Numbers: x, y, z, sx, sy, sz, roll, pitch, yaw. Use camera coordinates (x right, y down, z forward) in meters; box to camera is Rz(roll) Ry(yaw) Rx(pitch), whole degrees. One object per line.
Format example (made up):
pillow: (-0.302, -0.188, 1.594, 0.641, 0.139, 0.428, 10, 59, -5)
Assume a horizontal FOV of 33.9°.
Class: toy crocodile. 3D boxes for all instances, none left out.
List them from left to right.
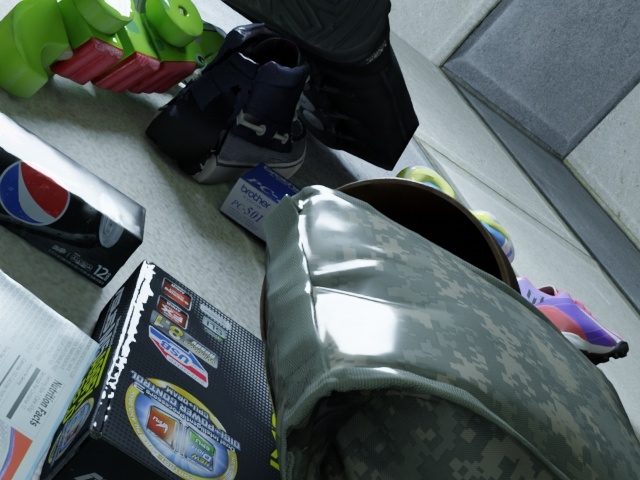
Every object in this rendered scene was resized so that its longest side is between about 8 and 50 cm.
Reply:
toy crocodile: (-0.203, -0.195, 1.062, 0.340, 0.115, 0.105, -8, 72, -65)

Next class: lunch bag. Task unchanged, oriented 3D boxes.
lunch bag: (0.067, 0.113, 0.631, 0.287, 0.169, 0.235, 41, 17, -21)

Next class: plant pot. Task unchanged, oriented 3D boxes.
plant pot: (0.093, 0.068, 0.934, 0.215, 0.215, 0.230, 49, 14, 21)

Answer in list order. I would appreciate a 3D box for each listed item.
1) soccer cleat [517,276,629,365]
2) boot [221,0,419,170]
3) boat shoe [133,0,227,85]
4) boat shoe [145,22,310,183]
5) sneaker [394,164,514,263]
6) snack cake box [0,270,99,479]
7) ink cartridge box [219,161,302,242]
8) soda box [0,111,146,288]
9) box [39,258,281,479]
soccer cleat: (0.339, 0.118, 1.448, 0.318, 0.109, 0.116, 11, 60, -56)
boot: (-0.038, -0.283, 1.373, 0.367, 0.146, 0.445, 44, 0, 15)
boat shoe: (-0.176, -0.241, 1.275, 0.076, 0.083, 0.226, 8, -19, 33)
boat shoe: (-0.058, -0.157, 1.203, 0.127, 0.158, 0.340, 44, 18, 5)
sneaker: (0.192, -0.001, 1.530, 0.240, 0.091, 0.126, 35, 37, -23)
snack cake box: (-0.205, 0.086, 0.438, 0.152, 0.089, 0.264, 41, 18, -12)
ink cartridge box: (0.000, 0.000, 1.105, 0.207, 0.046, 0.097, 35, 17, 0)
soda box: (-0.212, -0.038, 0.772, 0.169, 0.053, 0.060, 35, 19, -22)
box: (-0.038, 0.152, 0.686, 0.270, 0.060, 0.216, 38, 18, -15)
